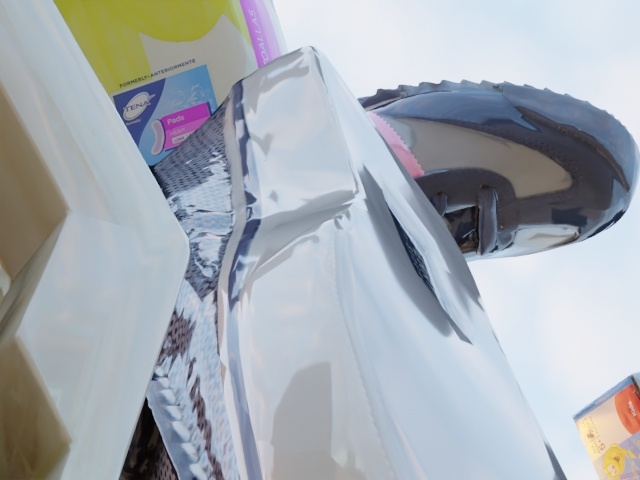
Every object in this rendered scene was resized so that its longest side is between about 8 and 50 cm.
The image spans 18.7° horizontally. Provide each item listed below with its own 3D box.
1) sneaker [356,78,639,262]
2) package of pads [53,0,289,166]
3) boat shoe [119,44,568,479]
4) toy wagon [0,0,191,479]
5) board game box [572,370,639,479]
[{"bbox_3d":[0.000,0.000,0.971,0.319,0.131,0.112,-3,-45,11],"label":"sneaker"},{"bbox_3d":[-0.154,-0.041,0.879,0.296,0.101,0.229,-19,-106,10],"label":"package of pads"},{"bbox_3d":[-0.030,0.061,0.513,0.158,0.340,0.127,-34,-75,8],"label":"boat shoe"},{"bbox_3d":[-0.178,-0.024,0.270,0.068,0.344,0.267,-50,-119,35],"label":"toy wagon"},{"bbox_3d":[0.383,0.221,1.458,0.086,0.308,0.302,-46,-120,53],"label":"board game box"}]
